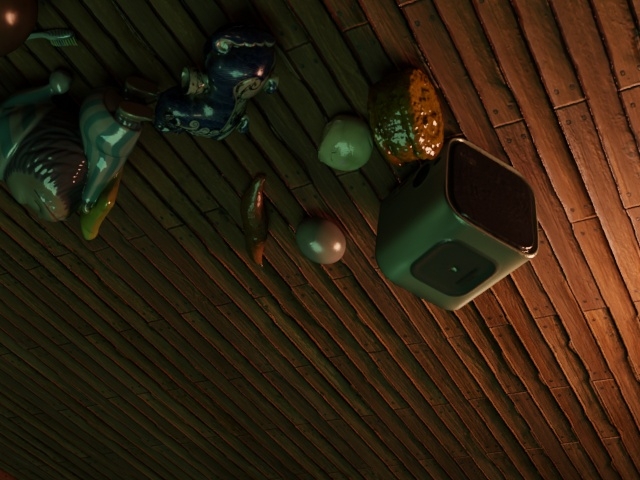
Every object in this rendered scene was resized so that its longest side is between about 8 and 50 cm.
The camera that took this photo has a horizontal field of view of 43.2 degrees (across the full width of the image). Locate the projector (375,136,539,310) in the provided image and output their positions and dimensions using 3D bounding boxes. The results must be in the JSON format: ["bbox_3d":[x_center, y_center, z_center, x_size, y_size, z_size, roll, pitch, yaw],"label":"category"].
[{"bbox_3d":[0.289,-0.032,1.726,0.248,0.249,0.249,27,136,-19],"label":"projector"}]

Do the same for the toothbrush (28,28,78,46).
[{"bbox_3d":[-0.676,-0.407,1.668,0.375,0.028,0.037,-1,145,12],"label":"toothbrush"}]

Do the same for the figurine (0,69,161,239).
[{"bbox_3d":[-0.580,-0.221,1.680,0.377,0.266,0.361,20,126,-23],"label":"figurine"}]

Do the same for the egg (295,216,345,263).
[{"bbox_3d":[0.000,0.000,1.935,0.135,0.103,0.103,37,133,-26],"label":"egg"}]

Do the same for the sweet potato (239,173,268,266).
[{"bbox_3d":[-0.157,-0.031,1.959,0.066,0.072,0.314,-11,138,-9],"label":"sweet potato"}]

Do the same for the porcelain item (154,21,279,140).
[{"bbox_3d":[-0.204,-0.305,1.562,0.186,0.138,0.288,-3,153,-32],"label":"porcelain item"}]

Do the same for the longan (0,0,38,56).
[{"bbox_3d":[-0.659,-0.440,1.446,0.300,0.300,0.243,29,159,-20],"label":"longan"}]

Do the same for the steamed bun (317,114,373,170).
[{"bbox_3d":[0.055,-0.197,1.708,0.112,0.091,0.130,20,138,-13],"label":"steamed bun"}]

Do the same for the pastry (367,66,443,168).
[{"bbox_3d":[0.169,-0.238,1.578,0.103,0.189,0.189,-13,134,29],"label":"pastry"}]
